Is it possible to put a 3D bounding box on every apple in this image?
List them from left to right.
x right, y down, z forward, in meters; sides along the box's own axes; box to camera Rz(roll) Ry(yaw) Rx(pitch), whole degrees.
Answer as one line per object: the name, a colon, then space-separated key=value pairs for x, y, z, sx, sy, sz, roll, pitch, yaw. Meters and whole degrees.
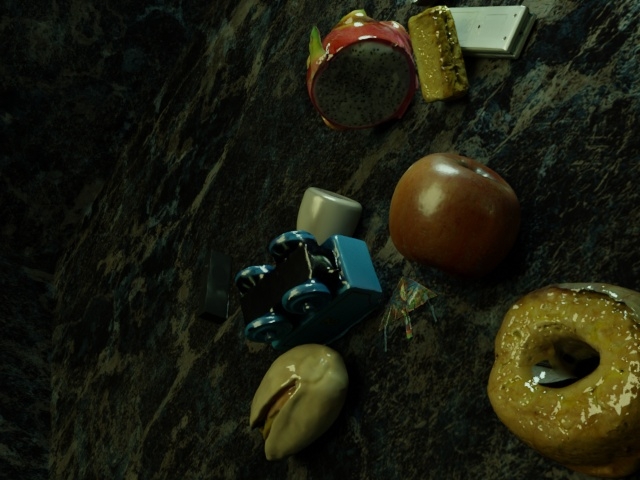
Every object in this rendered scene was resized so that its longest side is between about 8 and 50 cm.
apple: x=0.248 y=-0.038 z=1.480 sx=0.253 sy=0.253 sz=0.253 roll=-35 pitch=43 yaw=42

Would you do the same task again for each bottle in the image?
bottle: x=0.000 y=0.000 z=1.924 sx=0.147 sy=0.147 sz=0.236 roll=34 pitch=108 yaw=59

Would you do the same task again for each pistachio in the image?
pistachio: x=-0.048 y=0.356 z=1.747 sx=0.299 sy=0.187 sz=0.187 roll=-55 pitch=32 yaw=31

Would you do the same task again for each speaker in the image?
speaker: x=-0.317 y=0.139 z=2.375 sx=0.044 sy=0.082 sz=0.218 roll=-35 pitch=42 yaw=43

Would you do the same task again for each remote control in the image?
remote control: x=0.357 y=-0.464 z=1.749 sx=0.277 sy=0.055 sz=0.103 roll=27 pitch=93 yaw=58

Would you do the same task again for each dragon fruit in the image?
dragon fruit: x=0.101 y=-0.425 z=1.917 sx=0.290 sy=0.290 sz=0.189 roll=-44 pitch=36 yaw=33

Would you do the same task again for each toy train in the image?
toy train: x=-0.026 y=0.116 z=1.761 sx=0.300 sy=0.265 sz=0.188 roll=-41 pitch=51 yaw=35

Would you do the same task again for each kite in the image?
kite: x=0.180 y=0.142 z=1.670 sx=0.183 sy=0.010 sz=0.160 roll=-38 pitch=42 yaw=39

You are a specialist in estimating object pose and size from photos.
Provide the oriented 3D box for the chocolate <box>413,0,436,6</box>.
chocolate: x=0.314 y=-0.704 z=1.949 sx=0.157 sy=0.080 sz=0.254 roll=147 pitch=139 yaw=-64

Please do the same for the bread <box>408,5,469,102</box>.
bread: x=0.265 y=-0.414 z=1.751 sx=0.114 sy=0.083 sz=0.211 roll=2 pitch=109 yaw=59

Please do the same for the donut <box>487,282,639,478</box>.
donut: x=0.397 y=0.196 z=1.168 sx=0.317 sy=0.150 sz=0.299 roll=-42 pitch=36 yaw=35
